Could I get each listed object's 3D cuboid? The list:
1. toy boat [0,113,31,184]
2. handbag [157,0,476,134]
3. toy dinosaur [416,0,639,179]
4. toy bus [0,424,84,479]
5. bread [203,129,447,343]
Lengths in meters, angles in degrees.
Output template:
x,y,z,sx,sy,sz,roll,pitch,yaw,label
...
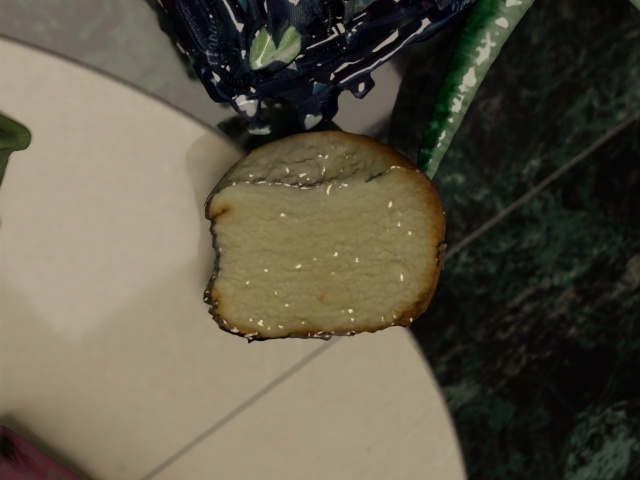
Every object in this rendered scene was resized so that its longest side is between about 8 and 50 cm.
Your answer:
x,y,z,sx,sy,sz,roll,pitch,yaw,label
-0.278,-0.065,0.311,0.293,0.055,0.093,19,98,-20,toy boat
-0.027,-0.176,0.318,0.162,0.113,0.260,-31,119,3,handbag
0.158,-0.147,0.386,0.129,0.076,0.383,25,93,12,toy dinosaur
-0.253,0.265,0.365,0.386,0.171,0.162,-37,102,-2,toy bus
0.000,0.000,0.398,0.126,0.044,0.129,-4,139,-8,bread
